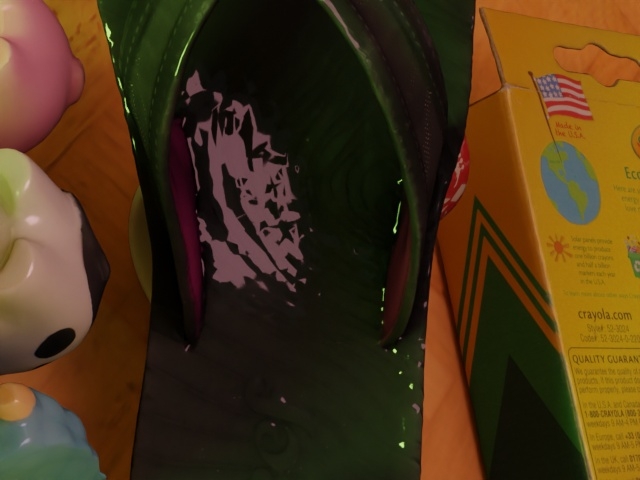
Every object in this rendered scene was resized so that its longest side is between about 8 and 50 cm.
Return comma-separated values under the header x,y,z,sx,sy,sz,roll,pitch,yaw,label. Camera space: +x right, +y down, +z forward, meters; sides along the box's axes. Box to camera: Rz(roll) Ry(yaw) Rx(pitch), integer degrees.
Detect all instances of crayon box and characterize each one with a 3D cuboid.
x,y,z,sx,sy,sz,roll,pitch,yaw,label
0.173,0.029,1.038,0.202,0.081,0.318,4,69,-41,crayon box

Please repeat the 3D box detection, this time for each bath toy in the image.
x,y,z,sx,sy,sz,roll,pitch,yaw,label
-0.159,-0.038,0.748,0.129,0.151,0.348,57,25,-62,bath toy

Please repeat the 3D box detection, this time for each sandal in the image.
x,y,z,sx,sy,sz,roll,pitch,yaw,label
-0.010,-0.022,0.732,0.168,0.107,0.445,-3,99,-5,sandal

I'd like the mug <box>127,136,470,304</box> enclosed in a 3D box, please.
x,y,z,sx,sy,sz,roll,pitch,yaw,label
-0.007,-0.006,0.900,0.113,0.150,0.169,31,37,20,mug
